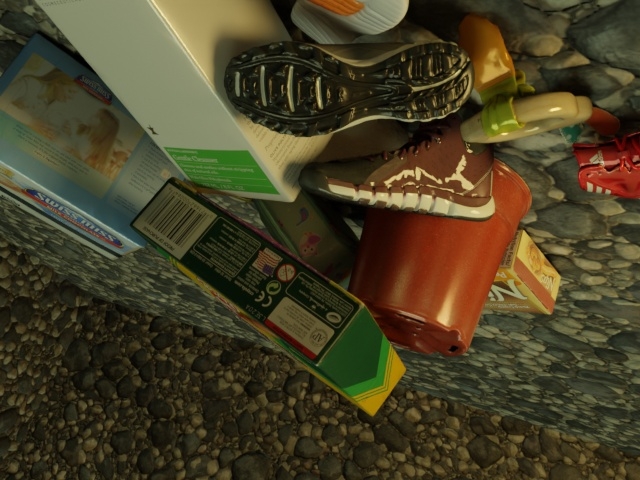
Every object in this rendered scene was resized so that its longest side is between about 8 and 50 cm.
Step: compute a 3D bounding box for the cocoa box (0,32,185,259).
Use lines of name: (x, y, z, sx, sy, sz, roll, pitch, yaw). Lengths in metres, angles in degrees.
cocoa box: (-0.442, -0.153, 1.212, 0.347, 0.232, 0.228, 35, 157, -22)

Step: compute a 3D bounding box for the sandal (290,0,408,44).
sandal: (0.028, -0.276, 0.724, 0.101, 0.076, 0.265, 31, 179, -17)

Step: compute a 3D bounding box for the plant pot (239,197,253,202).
plant pot: (-0.153, -0.116, 1.280, 0.081, 0.082, 0.083, 19, 170, 5)

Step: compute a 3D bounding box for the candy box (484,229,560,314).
candy box: (0.276, 0.059, 1.290, 0.316, 0.088, 0.183, 0, 151, 43)

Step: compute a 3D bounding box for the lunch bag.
lunch bag: (0.000, 0.000, 1.226, 0.224, 0.108, 0.279, 51, -174, 29)

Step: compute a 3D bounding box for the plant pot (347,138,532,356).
plant pot: (0.170, 0.025, 1.055, 0.272, 0.265, 0.272, 18, 159, 7)

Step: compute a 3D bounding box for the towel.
towel: (-0.019, -0.186, 1.020, 0.282, 0.049, 0.187, -2, 151, 44)

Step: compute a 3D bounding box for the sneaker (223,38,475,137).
sneaker: (0.028, -0.175, 0.747, 0.271, 0.100, 0.108, -2, -161, -5)

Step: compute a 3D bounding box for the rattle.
rattle: (0.257, -0.185, 0.790, 0.199, 0.143, 0.130, -11, 160, -19)

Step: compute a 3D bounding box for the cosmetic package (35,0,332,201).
cosmetic package: (-0.153, -0.226, 0.823, 0.196, 0.155, 0.366, 8, 148, 39)

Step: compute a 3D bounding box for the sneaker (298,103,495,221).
sneaker: (0.110, -0.119, 0.879, 0.281, 0.163, 0.106, 7, -177, -22)

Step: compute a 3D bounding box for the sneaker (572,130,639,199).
sneaker: (0.373, -0.097, 0.765, 0.127, 0.087, 0.221, 0, 159, -4)

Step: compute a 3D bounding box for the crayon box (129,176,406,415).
crayon box: (-0.068, 0.093, 0.995, 0.362, 0.106, 0.313, 32, 167, 28)
